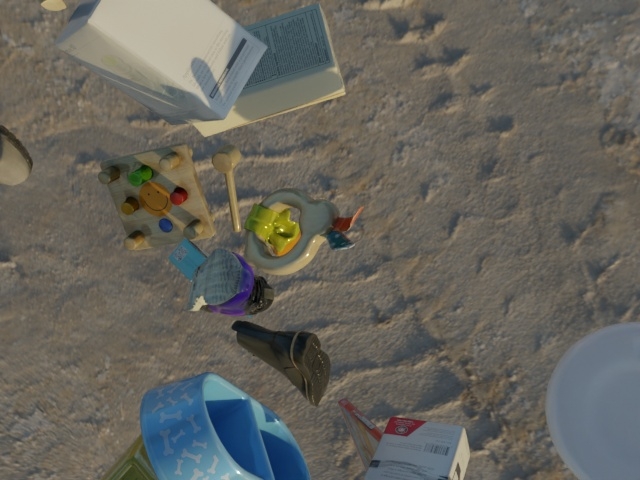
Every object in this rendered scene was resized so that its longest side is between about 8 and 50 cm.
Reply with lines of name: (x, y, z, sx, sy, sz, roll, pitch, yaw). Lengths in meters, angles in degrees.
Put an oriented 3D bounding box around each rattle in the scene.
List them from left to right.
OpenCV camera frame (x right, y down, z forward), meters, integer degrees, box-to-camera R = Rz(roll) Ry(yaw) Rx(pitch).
rattle: (0.000, 0.000, 0.926, 0.142, 0.200, 0.130, 49, 42, -43)

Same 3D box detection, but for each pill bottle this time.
pill bottle: (0.451, 0.238, 0.945, 0.224, 0.392, 0.224, -4, 79, 22)

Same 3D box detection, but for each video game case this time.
video game case: (0.130, 0.482, 1.455, 0.025, 0.285, 0.204, -25, 103, -15)

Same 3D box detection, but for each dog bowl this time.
dog bowl: (-0.102, 0.263, 0.816, 0.074, 0.297, 0.166, -31, 49, 6)

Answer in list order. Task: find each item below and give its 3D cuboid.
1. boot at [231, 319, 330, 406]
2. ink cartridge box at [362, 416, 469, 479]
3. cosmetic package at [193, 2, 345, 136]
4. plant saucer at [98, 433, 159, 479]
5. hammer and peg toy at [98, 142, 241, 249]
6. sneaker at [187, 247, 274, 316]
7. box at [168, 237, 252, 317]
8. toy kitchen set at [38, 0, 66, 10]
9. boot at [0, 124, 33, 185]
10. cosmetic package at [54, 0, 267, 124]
boot: (-0.063, 0.201, 1.114, 0.137, 0.197, 0.076, 12, 50, 21)
ink cartridge box: (0.125, 0.315, 0.872, 0.109, 0.063, 0.150, 1, 34, 28)
cosmetic package: (-0.121, -0.338, 1.320, 0.310, 0.113, 0.160, -15, 72, 8)
plant saucer: (-0.313, 0.533, 1.107, 0.333, 0.081, 0.332, 38, 80, 26)
hammer and peg toy: (-0.366, -0.109, 1.675, 0.127, 0.362, 0.265, -57, 135, -62)
sneaker: (-0.146, 0.087, 1.218, 0.146, 0.293, 0.102, 14, 77, -21)
box: (-0.229, 0.090, 1.490, 0.060, 0.244, 0.100, -50, 53, -3)
toy kitchen set: (-0.550, -0.596, 1.313, 0.166, 0.207, 0.122, -37, 63, -5)
boot: (-0.597, -0.107, 1.020, 0.118, 0.338, 0.222, -13, 65, 17)
cosmetic package: (-0.243, -0.290, 0.978, 0.225, 0.224, 0.138, 35, 78, -30)
